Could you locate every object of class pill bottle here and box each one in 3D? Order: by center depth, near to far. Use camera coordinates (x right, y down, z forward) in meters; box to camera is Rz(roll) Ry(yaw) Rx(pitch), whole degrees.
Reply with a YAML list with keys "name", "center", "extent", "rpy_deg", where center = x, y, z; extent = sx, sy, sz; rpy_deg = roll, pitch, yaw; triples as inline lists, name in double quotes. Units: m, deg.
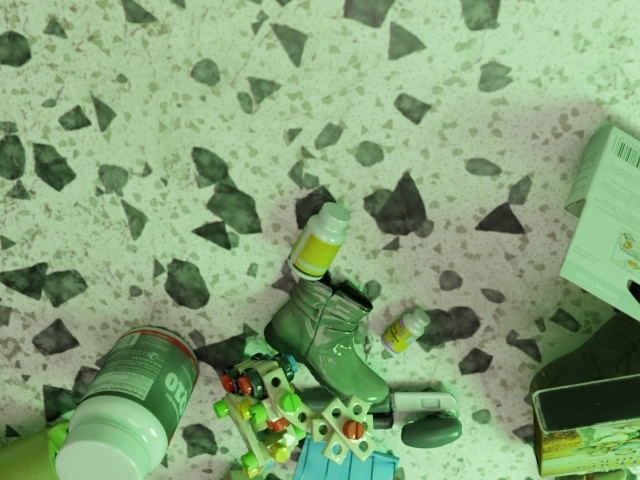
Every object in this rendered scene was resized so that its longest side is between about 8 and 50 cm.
- name: "pill bottle"
  center: [0.000, 0.000, 1.261]
  extent: [0.065, 0.065, 0.116]
  rpy_deg: [27, 120, -6]
- name: "pill bottle"
  center: [0.140, 0.148, 1.333]
  extent: [0.043, 0.043, 0.083]
  rpy_deg: [38, 117, -12]
- name: "pill bottle"
  center: [-0.313, 0.284, 1.344]
  extent: [0.161, 0.283, 0.161]
  rpy_deg: [4, 120, 7]

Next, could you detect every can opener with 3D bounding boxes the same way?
- name: "can opener"
  center: [0.099, 0.305, 1.398]
  extent: [0.283, 0.095, 0.076]
  rpy_deg: [-3, 118, 11]

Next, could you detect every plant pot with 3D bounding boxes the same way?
- name: "plant pot"
  center: [-0.539, 0.475, 1.522]
  extent: [0.254, 0.276, 0.276]
  rpy_deg: [-30, 111, 11]

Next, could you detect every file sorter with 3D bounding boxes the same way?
- name: "file sorter"
  center: [0.038, 0.432, 1.424]
  extent: [0.170, 0.104, 0.118]
  rpy_deg: [16, 117, 0]

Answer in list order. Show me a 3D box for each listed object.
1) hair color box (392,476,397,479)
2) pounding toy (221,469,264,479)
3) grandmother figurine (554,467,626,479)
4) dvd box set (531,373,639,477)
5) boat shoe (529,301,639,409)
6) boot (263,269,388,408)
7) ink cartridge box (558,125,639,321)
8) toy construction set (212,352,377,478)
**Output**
- name: "hair color box"
  center: [0.065, 0.440, 1.509]
  extent: [0.141, 0.043, 0.072]
  rpy_deg: [32, 118, -10]
- name: "pounding toy"
  center: [-0.129, 0.507, 1.527]
  extent: [0.100, 0.130, 0.141]
  rpy_deg: [12, 126, -36]
- name: "grandmother figurine"
  center: [0.521, 0.540, 1.460]
  extent: [0.208, 0.104, 0.342]
  rpy_deg: [-11, 116, 37]
- name: "dvd box set"
  center: [0.466, 0.270, 1.188]
  extent: [0.307, 0.062, 0.420]
  rpy_deg: [-11, 155, 9]
- name: "boat shoe"
  center: [0.483, 0.192, 1.272]
  extent: [0.324, 0.123, 0.116]
  rpy_deg: [-35, 135, 28]
- name: "boot"
  center: [0.039, 0.159, 1.333]
  extent: [0.246, 0.083, 0.161]
  rpy_deg: [34, 117, -5]
- name: "ink cartridge box"
  center: [0.457, 0.012, 1.108]
  extent: [0.275, 0.239, 0.060]
  rpy_deg: [29, 161, -8]
- name: "toy construction set"
  center: [-0.063, 0.288, 1.323]
  extent: [0.327, 0.151, 0.215]
  rpy_deg: [-19, 94, 51]
